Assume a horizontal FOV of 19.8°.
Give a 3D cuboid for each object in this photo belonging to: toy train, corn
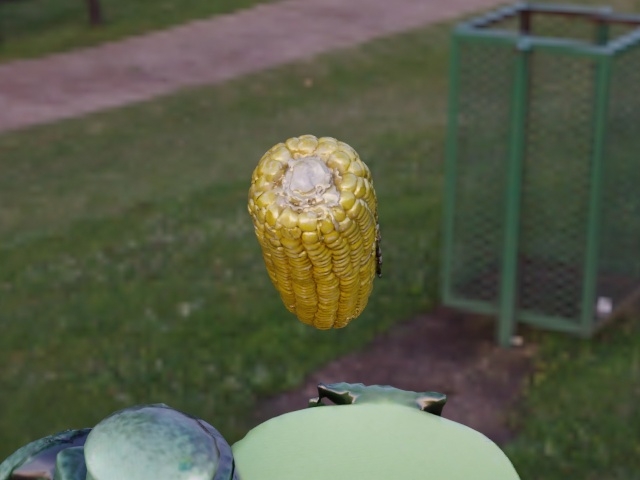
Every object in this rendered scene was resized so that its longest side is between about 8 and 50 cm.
[{"bbox_3d":[-0.023,0.145,0.538,0.157,0.253,0.105,-3,39,-18],"label":"toy train"},{"bbox_3d":[0.000,0.000,1.040,0.072,0.072,0.203,3,-20,5],"label":"corn"}]
